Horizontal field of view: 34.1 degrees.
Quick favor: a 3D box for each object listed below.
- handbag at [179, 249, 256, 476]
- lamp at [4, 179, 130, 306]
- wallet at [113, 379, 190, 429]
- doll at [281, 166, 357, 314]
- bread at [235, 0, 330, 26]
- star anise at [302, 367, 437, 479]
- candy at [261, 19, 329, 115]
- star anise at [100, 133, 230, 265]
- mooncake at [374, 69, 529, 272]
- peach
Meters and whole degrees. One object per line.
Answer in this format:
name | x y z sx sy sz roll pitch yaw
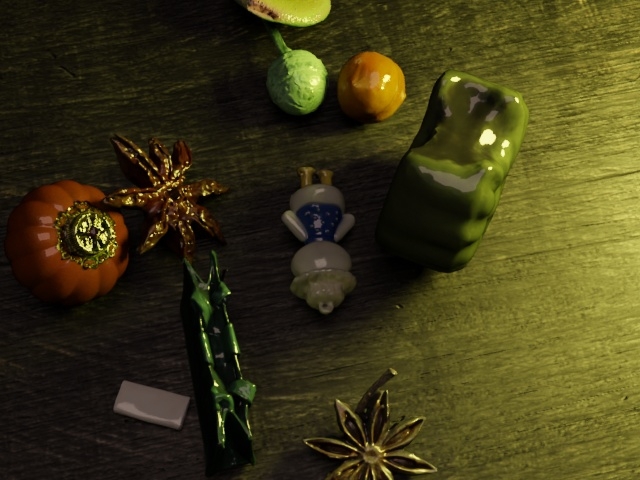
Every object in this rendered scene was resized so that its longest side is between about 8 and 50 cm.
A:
handbag | -0.169 0.207 1.719 0.089 0.238 0.326 -8 67 -11
lamp | -0.440 0.005 1.820 0.223 0.197 0.223 11 71 -37
wallet | -0.290 0.283 1.795 0.122 0.025 0.061 14 69 5
doll | 0.000 0.000 1.886 0.138 0.119 0.293 4 60 -18
bread | -0.085 -0.504 2.087 0.229 0.033 0.228 13 42 -12
star anise | 0.085 0.344 1.749 0.230 0.081 0.262 10 78 3
candy | -0.097 -0.427 2.083 0.119 0.119 0.439 -18 60 -9
star anise | -0.273 -0.083 1.874 0.288 0.088 0.288 24 52 -35
mooncake | 0.230 -0.109 1.817 0.187 0.351 0.351 21 67 4
peach | 0.095 -0.289 2.000 0.138 0.138 0.138 1 66 -1
